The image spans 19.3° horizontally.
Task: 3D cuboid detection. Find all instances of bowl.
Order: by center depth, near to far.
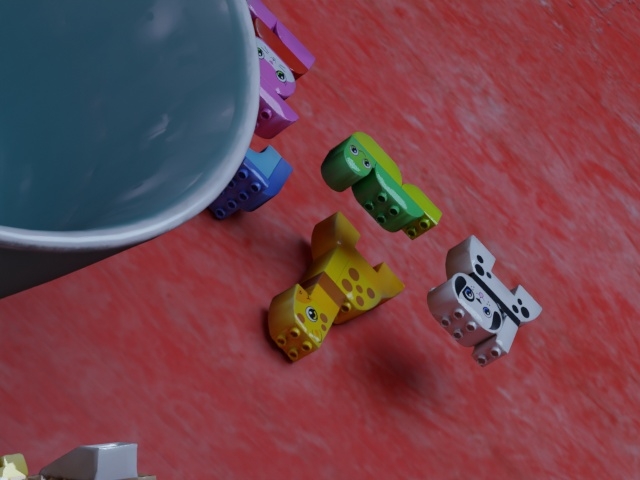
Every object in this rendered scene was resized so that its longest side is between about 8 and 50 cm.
[{"bbox_3d":[-0.195,-0.085,0.765,0.311,0.163,0.311,27,41,-26],"label":"bowl"}]

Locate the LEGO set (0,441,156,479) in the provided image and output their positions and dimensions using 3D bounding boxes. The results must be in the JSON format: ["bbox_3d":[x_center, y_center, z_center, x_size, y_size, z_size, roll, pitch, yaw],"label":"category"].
[{"bbox_3d":[-0.140,0.126,0.664,0.287,0.132,0.107,51,18,-73],"label":"LEGO set"}]

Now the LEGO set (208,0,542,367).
[{"bbox_3d":[0.000,0.000,0.957,0.227,0.087,0.093,46,38,-13],"label":"LEGO set"}]
